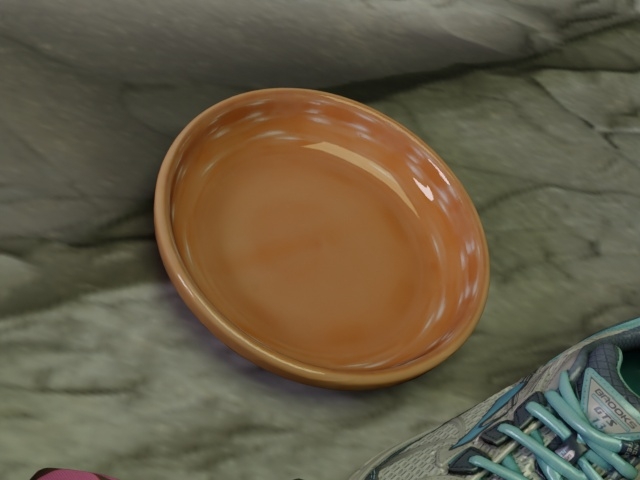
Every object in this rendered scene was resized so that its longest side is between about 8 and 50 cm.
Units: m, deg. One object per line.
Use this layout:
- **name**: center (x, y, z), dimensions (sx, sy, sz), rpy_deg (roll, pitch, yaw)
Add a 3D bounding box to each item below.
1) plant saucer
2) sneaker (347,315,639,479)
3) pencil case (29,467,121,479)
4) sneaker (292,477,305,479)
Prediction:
- **plant saucer**: center (0.000, 0.000, 0.708), dimensions (0.200, 0.037, 0.200), rpy_deg (11, 54, -15)
- **sneaker**: center (0.110, 0.107, 0.624), dimensions (0.283, 0.122, 0.110), rpy_deg (-31, 72, -36)
- **pencil case**: center (-0.123, 0.192, 0.488), dimensions (0.098, 0.095, 0.209), rpy_deg (48, 50, -18)
- **sneaker**: center (-0.045, 0.228, 0.453), dimensions (0.098, 0.135, 0.276), rpy_deg (27, 57, -43)
